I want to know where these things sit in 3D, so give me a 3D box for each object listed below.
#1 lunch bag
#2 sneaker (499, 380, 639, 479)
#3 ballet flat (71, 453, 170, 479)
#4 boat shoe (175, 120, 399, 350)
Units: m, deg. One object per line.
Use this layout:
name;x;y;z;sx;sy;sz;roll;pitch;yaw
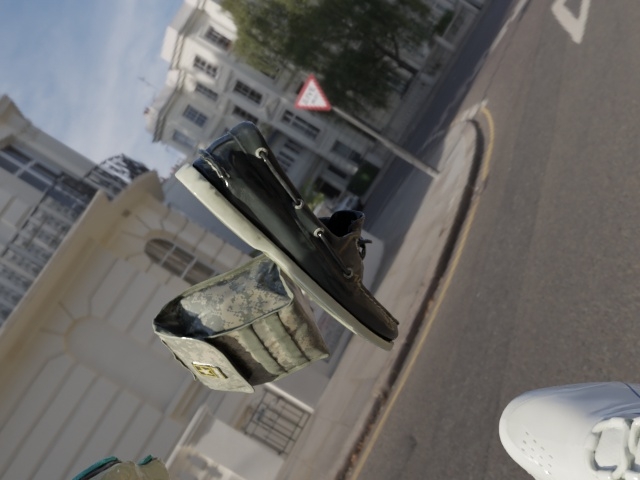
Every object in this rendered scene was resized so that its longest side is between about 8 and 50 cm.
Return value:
lunch bag;-0.159;0.185;1.282;0.286;0.169;0.235;-24;-42;1
sneaker;0.259;0.150;0.441;0.297;0.129;0.111;2;68;41
ballet flat;-0.179;0.254;0.605;0.086;0.086;0.248;-60;-6;-17
boat shoe;-0.002;-0.001;0.729;0.113;0.340;0.127;-49;23;-4
